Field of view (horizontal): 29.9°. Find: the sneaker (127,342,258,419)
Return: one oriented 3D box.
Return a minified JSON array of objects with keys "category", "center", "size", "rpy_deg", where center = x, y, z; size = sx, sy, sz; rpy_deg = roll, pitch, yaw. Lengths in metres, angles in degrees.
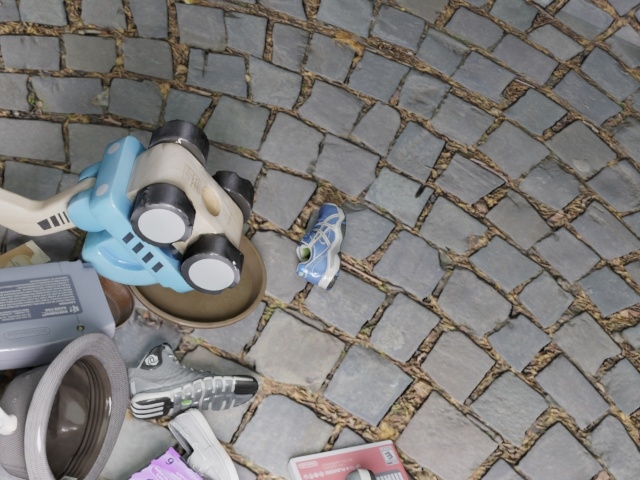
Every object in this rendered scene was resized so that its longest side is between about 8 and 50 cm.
[{"category":"sneaker","center":[-0.227,0.227,2.078],"size":[0.228,0.086,0.132],"rpy_deg":[-4,49,-24]}]

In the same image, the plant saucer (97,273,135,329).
[{"category":"plant saucer","center":[-0.428,0.114,2.111],"size":[0.198,0.036,0.199],"rpy_deg":[12,34,-8]}]

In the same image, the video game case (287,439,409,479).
[{"category":"video game case","center":[0.083,0.477,2.016],"size":[0.204,0.025,0.285],"rpy_deg":[-6,53,-26]}]

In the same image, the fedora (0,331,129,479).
[{"category":"fedora","center":[-0.423,0.277,1.893],"size":[0.124,0.244,0.275],"rpy_deg":[2,48,20]}]

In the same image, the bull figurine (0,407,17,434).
[{"category":"bull figurine","center":[-0.597,0.324,1.745],"size":[0.310,0.188,0.101],"rpy_deg":[-26,72,-25]}]

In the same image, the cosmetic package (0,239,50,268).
[{"category":"cosmetic package","center":[-0.546,0.052,2.137],"size":[0.060,0.041,0.115],"rpy_deg":[42,48,17]}]

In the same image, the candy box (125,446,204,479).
[{"category":"candy box","center":[-0.256,0.446,1.875],"size":[0.165,0.070,0.196],"rpy_deg":[42,47,17]}]

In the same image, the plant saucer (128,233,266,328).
[{"category":"plant saucer","center":[-0.239,0.061,2.255],"size":[0.277,0.041,0.278],"rpy_deg":[12,46,-12]}]

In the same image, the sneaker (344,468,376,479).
[{"category":"sneaker","center":[-0.009,0.488,1.886],"size":[0.178,0.124,0.296],"rpy_deg":[12,53,-7]}]

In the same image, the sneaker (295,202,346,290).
[{"category":"sneaker","center":[0.000,0.000,2.377],"size":[0.081,0.080,0.211],"rpy_deg":[17,44,-11]}]

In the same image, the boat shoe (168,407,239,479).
[{"category":"boat shoe","center":[-0.194,0.360,1.987],"size":[0.063,0.066,0.184],"rpy_deg":[-22,61,-23]}]

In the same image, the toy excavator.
[{"category":"toy excavator","center":[-0.402,-0.048,2.128],"size":[0.433,0.445,0.222],"rpy_deg":[49,31,-36]}]

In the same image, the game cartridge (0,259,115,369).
[{"category":"game cartridge","center":[-0.503,0.125,1.990],"size":[0.297,0.062,0.198],"rpy_deg":[-6,47,-23]}]
